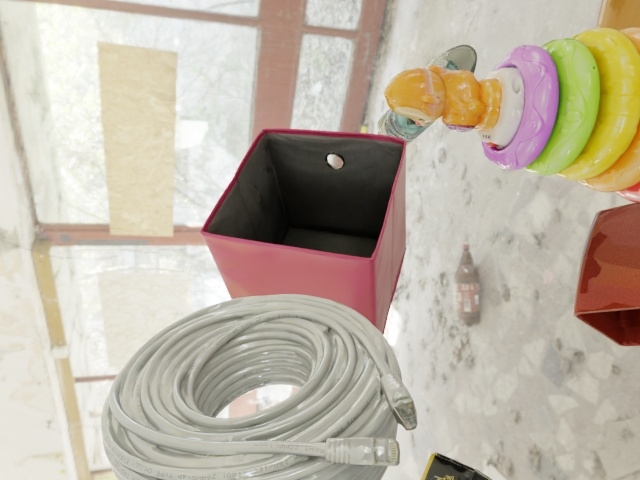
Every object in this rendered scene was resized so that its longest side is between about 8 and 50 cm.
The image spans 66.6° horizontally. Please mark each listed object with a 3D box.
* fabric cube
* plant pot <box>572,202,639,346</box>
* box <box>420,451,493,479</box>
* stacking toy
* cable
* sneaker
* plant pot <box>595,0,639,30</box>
[{"bbox_3d":[0.000,0.000,0.805,0.258,0.254,0.259,78,-155,-47],"label":"fabric cube"},{"bbox_3d":[0.680,0.057,0.966,0.267,0.267,0.236,-18,56,45],"label":"plant pot"},{"bbox_3d":[0.217,0.464,0.623,0.079,0.322,0.257,-4,51,59],"label":"box"},{"bbox_3d":[0.203,-0.116,0.426,0.175,0.301,0.166,-110,22,-69],"label":"stacking toy"},{"bbox_3d":[-0.055,0.138,0.439,0.257,0.257,0.089,-97,-2,-67],"label":"cable"},{"bbox_3d":[0.247,-0.306,1.020,0.283,0.110,0.122,-49,8,-9],"label":"sneaker"},{"bbox_3d":[0.559,-0.419,0.805,0.205,0.205,0.188,-125,49,-64],"label":"plant pot"}]
